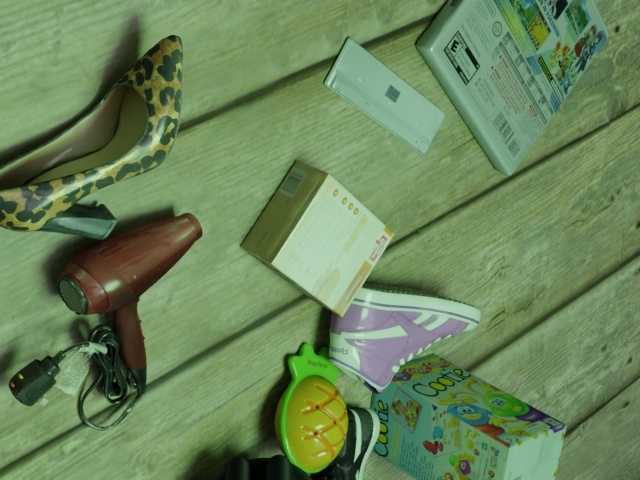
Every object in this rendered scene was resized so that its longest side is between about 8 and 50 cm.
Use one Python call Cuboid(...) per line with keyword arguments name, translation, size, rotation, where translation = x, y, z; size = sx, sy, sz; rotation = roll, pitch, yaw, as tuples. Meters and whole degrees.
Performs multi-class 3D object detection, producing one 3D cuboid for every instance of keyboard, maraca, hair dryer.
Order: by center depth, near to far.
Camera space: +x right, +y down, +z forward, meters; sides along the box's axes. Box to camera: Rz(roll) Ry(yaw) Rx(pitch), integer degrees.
Cuboid(name="hair dryer", translation=(-0.246, 0.084, 1.414), size=(0.293, 0.080, 0.223), rotation=(-55, 154, -1))
Cuboid(name="keyboard", translation=(0.096, -0.198, 1.643), size=(0.256, 0.014, 0.072), rotation=(29, 84, -49))
Cuboid(name="maraca", translation=(-0.012, 0.244, 1.700), size=(0.127, 0.099, 0.185), rotation=(17, 72, -49))

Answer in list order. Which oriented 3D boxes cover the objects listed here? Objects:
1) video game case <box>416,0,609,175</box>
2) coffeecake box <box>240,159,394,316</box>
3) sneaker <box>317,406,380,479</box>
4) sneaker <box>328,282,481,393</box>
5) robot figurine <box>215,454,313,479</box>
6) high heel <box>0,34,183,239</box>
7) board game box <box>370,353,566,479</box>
Cuboid(name="video game case", translation=(0.303, -0.305, 1.779), size=(0.300, 0.036, 0.329), rotation=(-54, 137, -10))
Cuboid(name="coffeecake box", translation=(0.000, 0.000, 1.602), size=(0.142, 0.068, 0.185), rotation=(-58, 138, -7))
Cuboid(name="sneaker", translation=(0.008, 0.357, 1.797), size=(0.121, 0.079, 0.216), rotation=(13, 92, -45))
Cuboid(name="sneaker", translation=(0.121, 0.152, 1.770), size=(0.282, 0.102, 0.161), rotation=(8, 93, -37))
Cuboid(name="robot figurine", translation=(-0.076, 0.423, 1.649), size=(0.173, 0.209, 0.278), rotation=(-43, 145, -33))
Cuboid(name="high heel", translation=(-0.254, -0.119, 1.259), size=(0.186, 0.093, 0.261), rotation=(11, 111, -54))
Cuboid(name="board game box", translation=(0.222, 0.306, 1.828), size=(0.142, 0.275, 0.144), rotation=(-12, 118, -42))
